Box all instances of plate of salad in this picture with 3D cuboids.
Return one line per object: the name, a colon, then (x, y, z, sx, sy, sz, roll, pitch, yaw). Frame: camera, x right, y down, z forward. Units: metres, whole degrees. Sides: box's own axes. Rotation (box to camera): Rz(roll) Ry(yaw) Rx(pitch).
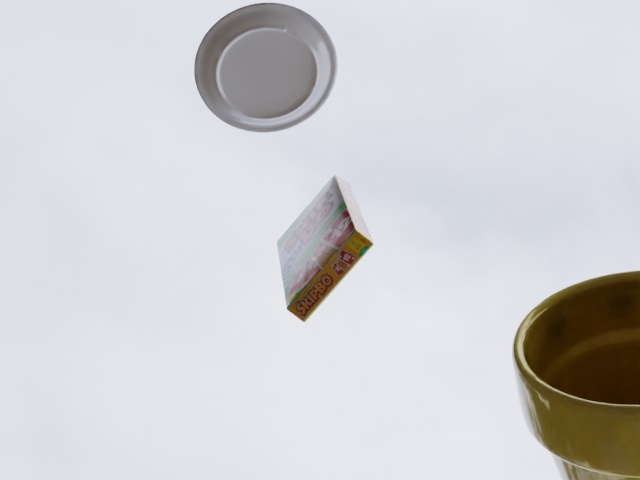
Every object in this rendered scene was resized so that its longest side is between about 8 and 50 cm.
plate of salad: (-0.076, -0.241, 1.558, 0.199, 0.200, 0.048, -34, -147, 16)

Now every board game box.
board game box: (0.000, 0.000, 1.387, 0.039, 0.259, 0.124, 38, -79, -13)

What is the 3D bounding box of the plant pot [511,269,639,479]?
plant pot: (0.334, 0.192, 1.132, 0.254, 0.254, 0.239, -1, -63, 25)
